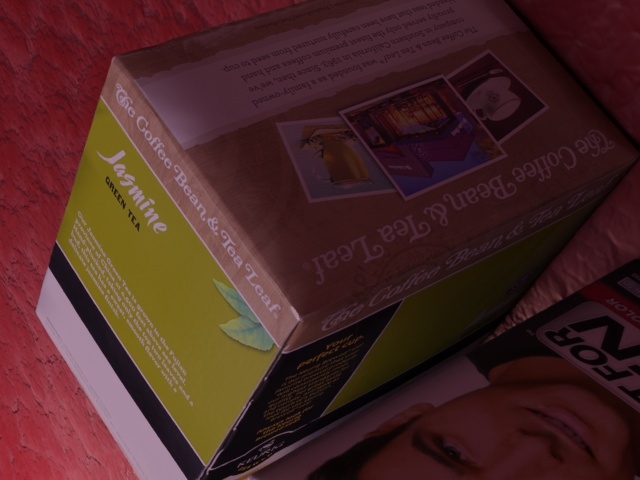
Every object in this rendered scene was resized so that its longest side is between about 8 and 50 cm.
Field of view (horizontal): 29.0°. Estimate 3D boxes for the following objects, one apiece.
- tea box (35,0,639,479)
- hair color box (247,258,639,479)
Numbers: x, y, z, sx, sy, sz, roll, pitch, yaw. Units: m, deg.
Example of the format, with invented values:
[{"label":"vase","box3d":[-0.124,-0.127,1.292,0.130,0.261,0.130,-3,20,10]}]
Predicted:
[{"label":"tea box","box3d":[0.000,0.000,0.934,0.220,0.329,0.323,54,142,18]},{"label":"hair color box","box3d":[0.150,0.161,0.790,0.185,0.374,0.113,37,136,34]}]
